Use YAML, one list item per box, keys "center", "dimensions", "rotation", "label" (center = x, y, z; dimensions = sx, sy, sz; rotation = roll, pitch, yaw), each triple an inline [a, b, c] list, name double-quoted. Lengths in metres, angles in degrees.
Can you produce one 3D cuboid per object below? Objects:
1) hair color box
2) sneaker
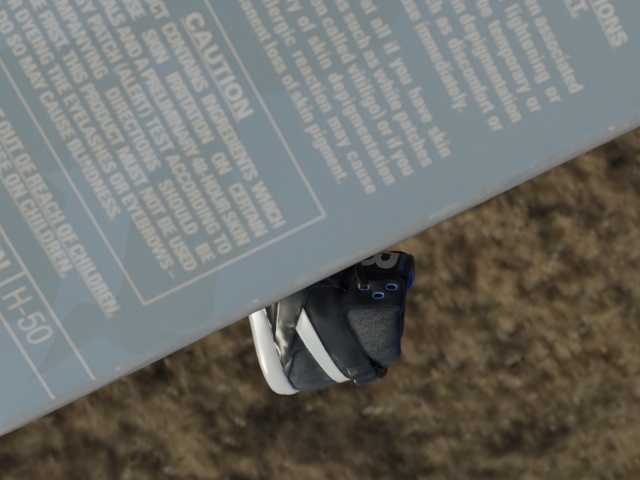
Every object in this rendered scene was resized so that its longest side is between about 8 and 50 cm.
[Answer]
- center: [0.060, -0.099, 0.392]
  dimensions: [0.374, 0.185, 0.114]
  rotation: [-26, 103, 13]
  label: "hair color box"
- center: [0.000, 0.000, 1.008]
  dimensions: [0.121, 0.079, 0.217]
  rotation: [-10, 115, 15]
  label: "sneaker"
